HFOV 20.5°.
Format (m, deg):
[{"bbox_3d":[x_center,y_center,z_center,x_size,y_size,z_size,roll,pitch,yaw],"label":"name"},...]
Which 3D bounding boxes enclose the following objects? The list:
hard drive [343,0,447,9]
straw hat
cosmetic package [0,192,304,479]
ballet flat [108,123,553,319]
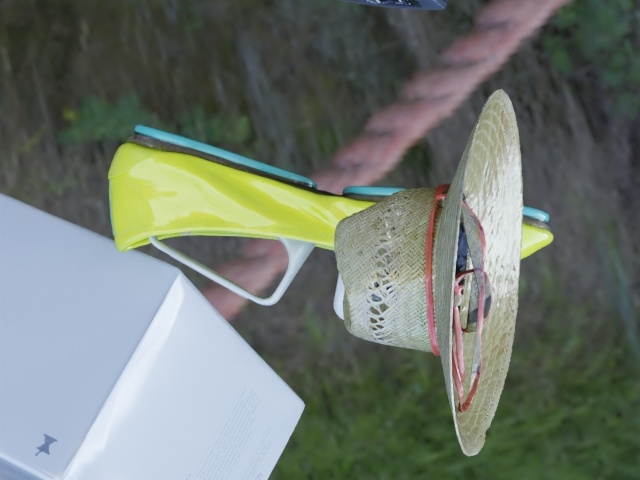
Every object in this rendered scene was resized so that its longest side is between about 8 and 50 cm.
[{"bbox_3d":[0.011,-0.254,1.291,0.254,0.172,0.054,18,163,31],"label":"hard drive"},{"bbox_3d":[0.036,0.010,0.684,0.061,0.144,0.144,3,166,16],"label":"straw hat"},{"bbox_3d":[-0.162,0.076,1.052,0.224,0.138,0.225,22,166,26],"label":"cosmetic package"},{"bbox_3d":[0.000,0.000,0.908,0.231,0.077,0.077,12,176,8],"label":"ballet flat"}]
